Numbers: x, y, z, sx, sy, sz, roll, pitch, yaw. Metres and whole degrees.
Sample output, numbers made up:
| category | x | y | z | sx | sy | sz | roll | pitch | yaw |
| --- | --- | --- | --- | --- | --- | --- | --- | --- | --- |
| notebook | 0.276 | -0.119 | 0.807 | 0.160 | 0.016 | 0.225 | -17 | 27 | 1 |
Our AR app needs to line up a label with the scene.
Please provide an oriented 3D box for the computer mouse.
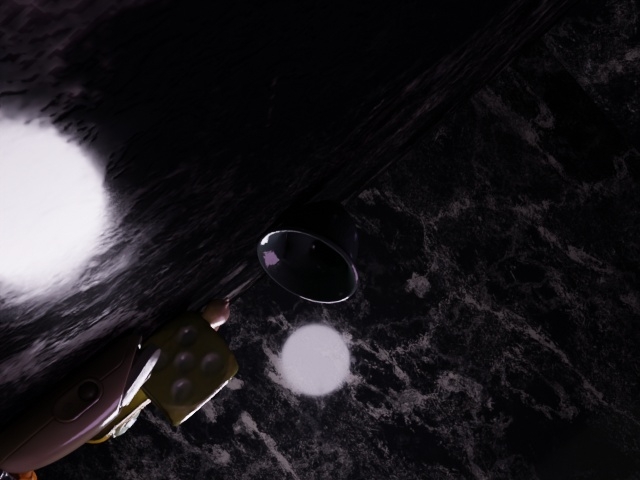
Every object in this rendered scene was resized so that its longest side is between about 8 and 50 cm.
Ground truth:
| category | x | y | z | sx | sy | sz | roll | pitch | yaw |
| --- | --- | --- | --- | --- | --- | --- | --- | --- | --- |
| computer mouse | -0.321 | 0.224 | 0.721 | 0.236 | 0.082 | 0.145 | -39 | 178 | -25 |

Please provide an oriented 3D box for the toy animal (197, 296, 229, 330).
| category | x | y | z | sx | sy | sz | roll | pitch | yaw |
| --- | --- | --- | --- | --- | --- | --- | --- | --- | --- |
| toy animal | -0.292 | 0.204 | 1.390 | 0.150 | 0.089 | 0.083 | -38 | 160 | 15 |

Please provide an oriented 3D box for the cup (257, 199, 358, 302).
| category | x | y | z | sx | sy | sz | roll | pitch | yaw |
| --- | --- | --- | --- | --- | --- | --- | --- | --- | --- |
| cup | 0.000 | 0.000 | 1.001 | 0.199 | 0.199 | 0.150 | -41 | -164 | 49 |

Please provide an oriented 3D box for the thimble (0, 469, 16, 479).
| category | x | y | z | sx | sy | sz | roll | pitch | yaw |
| --- | --- | --- | --- | --- | --- | --- | --- | --- | --- |
| thimble | -0.594 | 0.474 | 0.912 | 0.150 | 0.098 | 0.150 | -40 | 180 | 0 |

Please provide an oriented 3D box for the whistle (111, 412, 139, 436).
| category | x | y | z | sx | sy | sz | roll | pitch | yaw |
| --- | --- | --- | --- | --- | --- | --- | --- | --- | --- |
| whistle | -0.518 | 0.410 | 1.288 | 0.123 | 0.123 | 0.223 | -40 | 166 | -19 |

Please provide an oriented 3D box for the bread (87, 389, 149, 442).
| category | x | y | z | sx | sy | sz | roll | pitch | yaw |
| --- | --- | --- | --- | --- | --- | --- | --- | --- | --- |
| bread | -0.434 | 0.343 | 1.169 | 0.245 | 0.102 | 0.094 | -42 | 179 | -32 |

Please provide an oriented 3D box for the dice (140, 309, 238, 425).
| category | x | y | z | sx | sy | sz | roll | pitch | yaw |
| --- | --- | --- | --- | --- | --- | --- | --- | --- | --- |
| dice | -0.282 | 0.258 | 1.073 | 0.169 | 0.169 | 0.166 | -40 | 179 | -26 |

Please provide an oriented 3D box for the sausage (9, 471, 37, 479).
| category | x | y | z | sx | sy | sz | roll | pitch | yaw |
| --- | --- | --- | --- | --- | --- | --- | --- | --- | --- |
| sausage | -0.751 | 0.607 | 1.244 | 0.089 | 0.089 | 0.179 | -41 | 177 | 35 |
